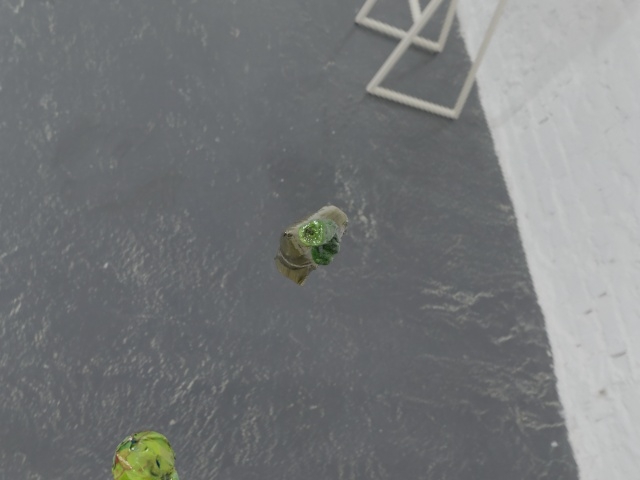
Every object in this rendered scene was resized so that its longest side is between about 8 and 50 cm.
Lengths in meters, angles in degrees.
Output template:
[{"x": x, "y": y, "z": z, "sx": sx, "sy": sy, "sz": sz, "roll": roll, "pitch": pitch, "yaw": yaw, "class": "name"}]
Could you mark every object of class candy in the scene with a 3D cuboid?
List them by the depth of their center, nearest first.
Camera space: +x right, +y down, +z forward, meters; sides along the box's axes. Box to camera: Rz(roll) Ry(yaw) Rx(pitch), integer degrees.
[{"x": -0.123, "y": 0.261, "z": 0.681, "sx": 0.194, "sy": 0.058, "sz": 0.062, "roll": 42, "pitch": 68, "yaw": -3, "class": "candy"}]

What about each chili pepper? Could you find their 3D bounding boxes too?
[{"x": 0.001, "y": -0.001, "z": 0.651, "sx": 0.030, "sy": 0.091, "sz": 0.034, "roll": 19, "pitch": 79, "yaw": 14, "class": "chili pepper"}]

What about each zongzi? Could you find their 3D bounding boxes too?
[{"x": -0.011, "y": -0.023, "z": 1.185, "sx": 0.078, "sy": 0.176, "sz": 0.160, "roll": 32, "pitch": 65, "yaw": 15, "class": "zongzi"}]
